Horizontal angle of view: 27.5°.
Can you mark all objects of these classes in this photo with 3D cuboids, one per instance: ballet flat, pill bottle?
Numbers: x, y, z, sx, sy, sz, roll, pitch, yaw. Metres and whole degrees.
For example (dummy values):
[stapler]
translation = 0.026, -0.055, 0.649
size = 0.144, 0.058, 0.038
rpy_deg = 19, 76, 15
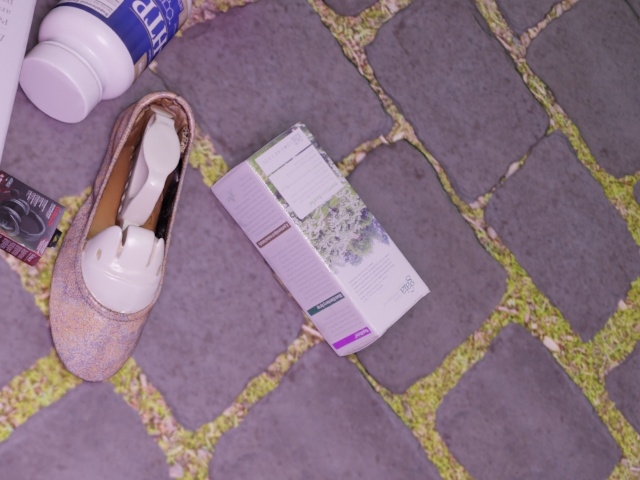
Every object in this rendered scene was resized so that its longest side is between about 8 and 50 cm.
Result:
[ballet flat]
translation = -0.191, -0.018, 1.299
size = 0.107, 0.106, 0.316
rpy_deg = 20, 62, -24
[pill bottle]
translation = -0.225, -0.212, 1.352
size = 0.112, 0.112, 0.187
rpy_deg = 41, 56, -12

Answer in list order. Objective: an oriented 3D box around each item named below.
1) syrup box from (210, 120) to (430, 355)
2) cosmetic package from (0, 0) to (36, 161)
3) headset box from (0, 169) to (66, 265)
[syrup box]
translation = 0.000, 0.000, 1.418
size = 0.093, 0.096, 0.237
rpy_deg = -39, 94, -35
[cosmetic package]
translation = -0.361, -0.119, 1.103
size = 0.161, 0.230, 0.453
rpy_deg = 21, 49, -24
[headset box]
translation = -0.294, -0.019, 1.281
size = 0.083, 0.032, 0.062
rpy_deg = 32, 57, -16
